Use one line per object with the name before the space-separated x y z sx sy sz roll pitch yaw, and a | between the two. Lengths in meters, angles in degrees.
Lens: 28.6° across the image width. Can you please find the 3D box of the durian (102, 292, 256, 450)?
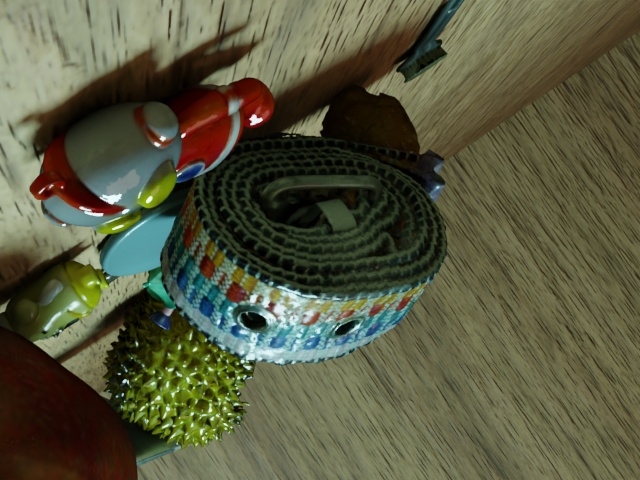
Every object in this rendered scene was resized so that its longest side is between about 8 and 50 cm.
durian | -0.210 0.179 1.895 0.258 0.258 0.293 -34 -168 -5

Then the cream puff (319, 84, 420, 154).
cream puff | 0.053 -0.109 1.378 0.094 0.122 0.116 -21 -147 -14

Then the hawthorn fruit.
hawthorn fruit | -0.312 0.228 1.104 0.308 0.308 0.325 -34 162 -11

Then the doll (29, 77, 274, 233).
doll | -0.118 -0.062 0.862 0.142 0.076 0.245 -37 180 29

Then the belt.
belt | 0.000 0.000 1.240 0.294 0.207 0.160 2 139 -25

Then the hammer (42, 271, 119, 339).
hammer | -0.218 0.025 1.442 0.297 0.027 0.125 -36 176 14

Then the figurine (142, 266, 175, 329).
figurine | -0.135 0.023 1.554 0.195 0.102 0.111 -31 172 -40

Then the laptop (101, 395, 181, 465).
laptop | -0.341 0.272 1.910 0.187 0.269 0.015 -7 114 -65

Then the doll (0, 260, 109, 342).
doll | -0.284 0.077 1.232 0.162 0.062 0.106 -33 172 -2

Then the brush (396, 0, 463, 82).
brush | 0.126 -0.221 1.315 0.062 0.027 0.266 -34 176 -11

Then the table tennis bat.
table tennis bat | -0.138 -0.011 1.359 0.153 0.040 0.244 -41 162 28
